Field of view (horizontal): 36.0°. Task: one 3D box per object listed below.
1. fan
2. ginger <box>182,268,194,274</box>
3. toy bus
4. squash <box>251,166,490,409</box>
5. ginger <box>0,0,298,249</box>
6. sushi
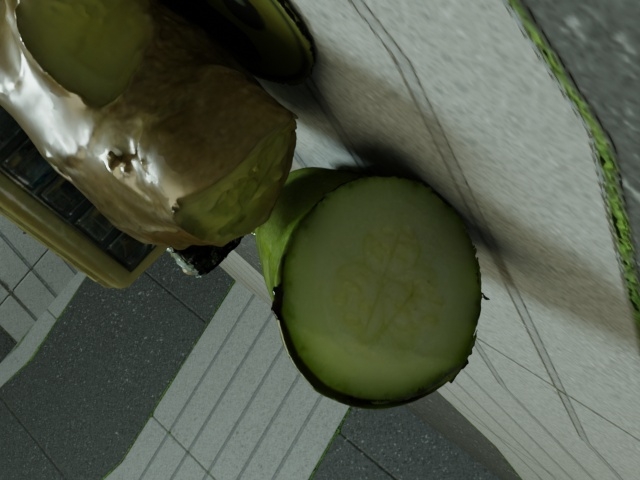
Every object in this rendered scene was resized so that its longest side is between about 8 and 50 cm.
[{"bbox_3d":[-0.101,-0.162,0.586,0.229,0.011,0.335,39,171,-5],"label":"fan"},{"bbox_3d":[-0.272,-0.090,1.540,0.333,0.080,0.166,40,-153,7],"label":"ginger"},{"bbox_3d":[-0.249,-0.114,0.859,0.177,0.202,0.365,35,171,35],"label":"toy bus"},{"bbox_3d":[0.015,-0.006,0.676,0.137,0.137,0.287,42,-174,-19],"label":"squash"},{"bbox_3d":[-0.133,-0.103,0.600,0.270,0.123,0.219,45,169,8],"label":"ginger"},{"bbox_3d":[-0.212,-0.049,1.398,0.212,0.115,0.147,41,170,-14],"label":"sushi"}]
